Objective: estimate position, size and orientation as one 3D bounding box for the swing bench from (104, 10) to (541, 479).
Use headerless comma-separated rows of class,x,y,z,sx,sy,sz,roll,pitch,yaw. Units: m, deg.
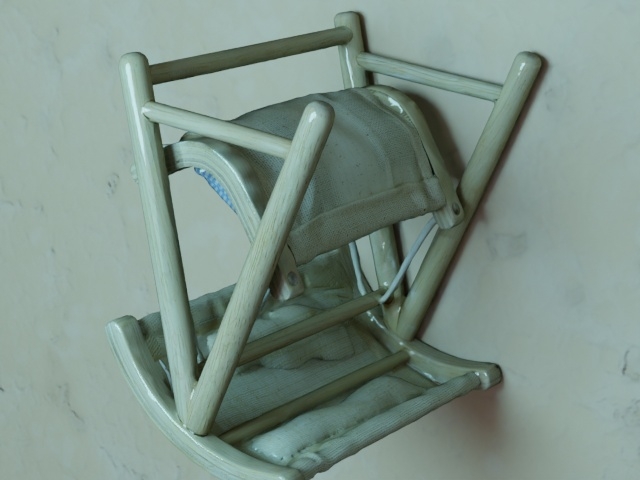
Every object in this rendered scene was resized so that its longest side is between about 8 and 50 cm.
swing bench,0.000,0.000,1.183,0.165,0.253,0.254,18,111,32
